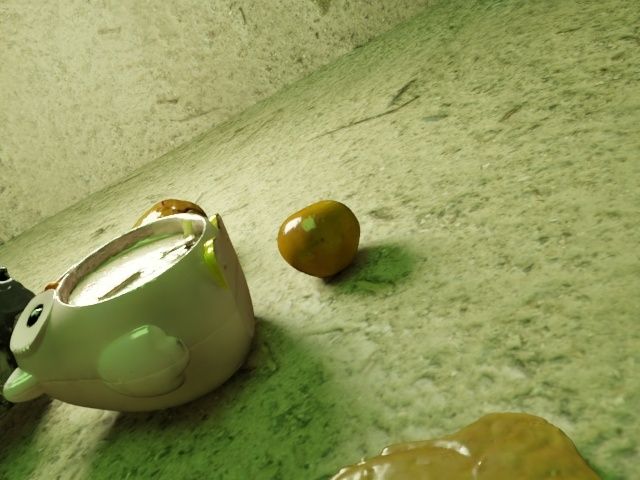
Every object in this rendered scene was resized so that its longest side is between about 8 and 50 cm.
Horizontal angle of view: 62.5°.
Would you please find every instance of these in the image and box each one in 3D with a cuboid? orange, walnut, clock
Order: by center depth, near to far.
[{"bbox_3d":[-0.306,0.141,0.903,0.376,0.251,0.368,-20,27,2],"label":"clock"},{"bbox_3d":[0.000,0.000,0.986,0.158,0.136,0.159,-22,8,4],"label":"orange"},{"bbox_3d":[-0.339,0.011,1.199,0.203,0.203,0.298,-21,40,14],"label":"walnut"}]

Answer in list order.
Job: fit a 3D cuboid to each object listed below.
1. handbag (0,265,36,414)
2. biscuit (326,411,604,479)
[{"bbox_3d":[-0.691,0.269,0.950,0.416,0.180,0.317,-44,-11,-38],"label":"handbag"},{"bbox_3d":[0.108,0.318,0.419,0.364,0.062,0.385,-23,28,8],"label":"biscuit"}]
